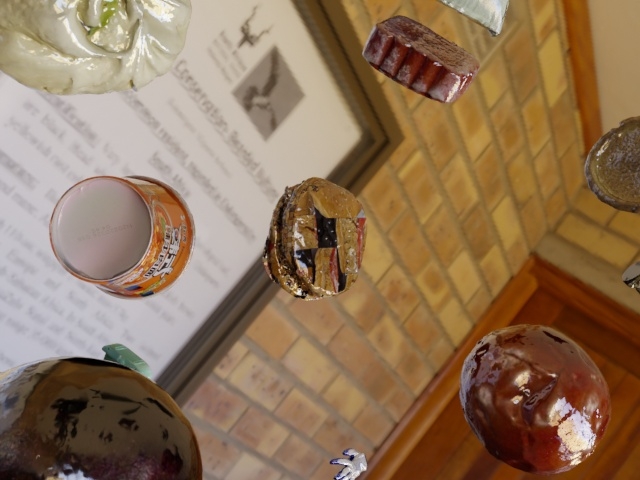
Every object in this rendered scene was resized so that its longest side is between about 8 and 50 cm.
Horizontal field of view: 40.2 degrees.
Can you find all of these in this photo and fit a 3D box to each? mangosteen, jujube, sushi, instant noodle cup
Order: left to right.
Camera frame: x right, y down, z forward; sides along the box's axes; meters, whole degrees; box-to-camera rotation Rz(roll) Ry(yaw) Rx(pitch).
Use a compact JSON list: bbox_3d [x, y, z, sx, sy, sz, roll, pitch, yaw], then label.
[{"bbox_3d":[-0.362,0.372,1.218,0.382,0.382,0.435,45,30,-30],"label":"mangosteen"},{"bbox_3d":[-0.377,-0.015,1.637,0.250,0.250,0.192,38,-1,8],"label":"instant noodle cup"},{"bbox_3d":[0.327,0.242,1.321,0.223,0.223,0.318,36,-1,23],"label":"jujube"},{"bbox_3d":[0.377,0.033,0.957,0.046,0.044,0.083,39,-45,-10],"label":"sushi"}]

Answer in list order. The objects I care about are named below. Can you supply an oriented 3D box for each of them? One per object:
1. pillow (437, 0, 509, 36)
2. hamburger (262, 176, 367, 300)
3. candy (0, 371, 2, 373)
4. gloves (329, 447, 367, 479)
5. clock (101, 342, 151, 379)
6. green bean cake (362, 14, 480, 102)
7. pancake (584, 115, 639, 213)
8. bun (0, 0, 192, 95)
[{"bbox_3d":[0.254,-0.574,1.623,0.310,0.312,0.119,20,-7,-17],"label":"pillow"},{"bbox_3d":[0.000,0.000,1.571,0.107,0.231,0.231,-5,-41,48],"label":"hamburger"},{"bbox_3d":[-0.597,0.342,1.605,0.106,0.198,0.094,-3,-19,20],"label":"candy"},{"bbox_3d":[0.047,0.394,1.527,0.026,0.086,0.064,-4,-74,43],"label":"gloves"},{"bbox_3d":[-0.354,0.254,1.515,0.101,0.135,0.041,30,14,24],"label":"clock"},{"bbox_3d":[0.128,-0.229,1.110,0.136,0.056,0.135,33,29,8],"label":"green bean cake"},{"bbox_3d":[0.559,-0.135,1.518,0.199,0.199,0.021,33,0,38],"label":"pancake"},{"bbox_3d":[-0.273,-0.286,1.033,0.259,0.259,0.160,45,-12,-31],"label":"bun"}]
